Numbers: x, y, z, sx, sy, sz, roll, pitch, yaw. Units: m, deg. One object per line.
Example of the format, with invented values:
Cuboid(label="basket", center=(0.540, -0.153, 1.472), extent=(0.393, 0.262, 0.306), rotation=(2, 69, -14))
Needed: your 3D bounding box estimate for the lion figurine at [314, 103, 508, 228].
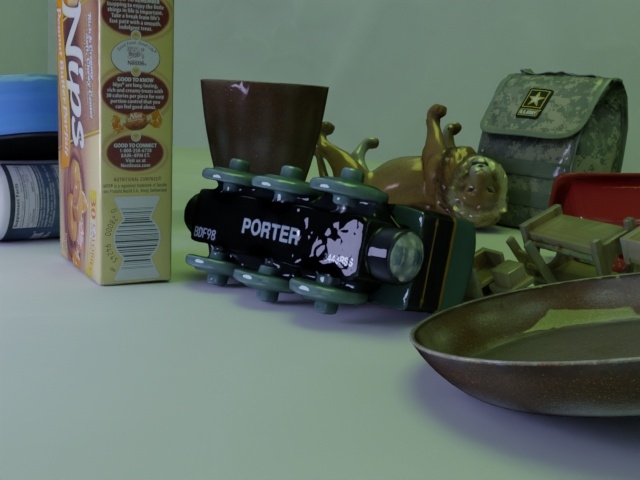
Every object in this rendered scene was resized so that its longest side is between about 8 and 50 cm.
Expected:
Cuboid(label="lion figurine", center=(0.146, -0.111, 1.568), extent=(0.392, 0.240, 0.142), rotation=(-10, -26, 24))

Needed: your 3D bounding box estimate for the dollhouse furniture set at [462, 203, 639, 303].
Cuboid(label="dollhouse furniture set", center=(0.257, 0.053, 0.869), extent=(0.160, 0.101, 0.182), rotation=(-28, 22, -22))

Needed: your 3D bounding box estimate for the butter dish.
Cuboid(label="butter dish", center=(0.391, -0.010, 1.158), extent=(0.159, 0.118, 0.160), rotation=(0, -32, 8))

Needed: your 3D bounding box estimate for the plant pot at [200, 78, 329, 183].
Cuboid(label="plant pot", center=(-0.100, -0.151, 1.455), extent=(0.215, 0.231, 0.215), rotation=(4, 9, -1))

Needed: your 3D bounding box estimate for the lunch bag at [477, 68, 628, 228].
Cuboid(label="lunch bag", center=(0.410, -0.163, 1.542), extent=(0.168, 0.287, 0.235), rotation=(-3, 12, -37))

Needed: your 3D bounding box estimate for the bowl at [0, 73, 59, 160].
Cuboid(label="bowl", center=(-0.453, -0.124, 1.224), extent=(0.390, 0.077, 0.391), rotation=(-14, -8, -2))

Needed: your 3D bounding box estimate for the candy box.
Cuboid(label="candy box", center=(-0.235, -0.123, 0.967), extent=(0.087, 0.317, 0.183), rotation=(-3, 11, -30))

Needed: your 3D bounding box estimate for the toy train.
Cuboid(label="toy train", center=(0.000, 0.000, 0.905), extent=(0.190, 0.142, 0.333), rotation=(11, -1, -43))

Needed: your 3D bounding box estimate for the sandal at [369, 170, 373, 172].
Cuboid(label="sandal", center=(0.113, -0.098, 1.692), extent=(0.265, 0.076, 0.102), rotation=(3, 9, -4))

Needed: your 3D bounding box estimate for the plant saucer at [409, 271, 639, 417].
Cuboid(label="plant saucer", center=(0.221, 0.069, 0.620), extent=(0.310, 0.050, 0.310), rotation=(-9, 5, 1))

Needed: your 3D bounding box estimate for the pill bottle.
Cuboid(label="pill bottle", center=(-0.406, -0.053, 1.134), extent=(0.180, 0.108, 0.108), rotation=(-5, 12, -42))
